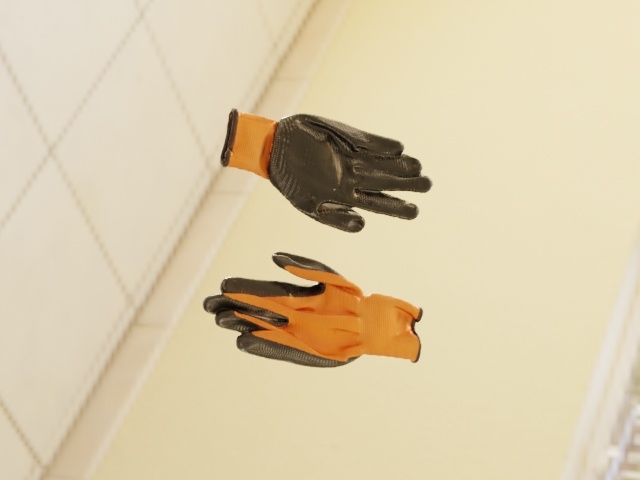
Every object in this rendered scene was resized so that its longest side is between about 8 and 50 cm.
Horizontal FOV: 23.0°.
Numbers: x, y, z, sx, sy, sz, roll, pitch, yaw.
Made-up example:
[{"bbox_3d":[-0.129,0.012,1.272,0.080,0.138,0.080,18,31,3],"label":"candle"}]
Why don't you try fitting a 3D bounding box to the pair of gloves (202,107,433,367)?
[{"bbox_3d":[0.000,0.000,0.510,0.074,0.010,0.083,10,75,-20],"label":"pair of gloves"}]
